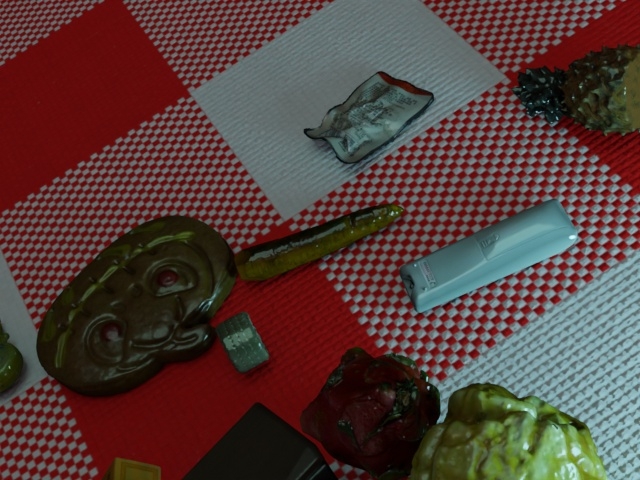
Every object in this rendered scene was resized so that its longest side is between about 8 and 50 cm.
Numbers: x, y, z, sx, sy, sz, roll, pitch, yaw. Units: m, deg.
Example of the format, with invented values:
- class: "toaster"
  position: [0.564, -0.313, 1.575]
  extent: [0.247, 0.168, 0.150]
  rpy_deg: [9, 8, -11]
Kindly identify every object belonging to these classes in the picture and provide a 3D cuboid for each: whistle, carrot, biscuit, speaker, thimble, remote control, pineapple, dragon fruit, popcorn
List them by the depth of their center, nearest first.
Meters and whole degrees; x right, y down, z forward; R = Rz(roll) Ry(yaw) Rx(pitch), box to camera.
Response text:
- class: "popcorn"
  position: [0.252, 0.339, 1.661]
  extent: [0.282, 0.282, 0.247]
  rpy_deg: [17, 58, 36]
- class: "dragon fruit"
  position: [0.097, 0.239, 1.814]
  extent: [0.200, 0.269, 0.198]
  rpy_deg: [-30, 81, 33]
- class: "speaker"
  position: [-0.096, 0.391, 1.850]
  extent: [0.231, 0.153, 0.192]
  rpy_deg: [-45, 46, -16]
- class: "remote control"
  position: [0.273, 0.019, 2.070]
  extent: [0.293, 0.051, 0.103]
  rpy_deg: [-26, 45, 5]
- class: "thimble"
  position: [-0.133, 0.170, 2.113]
  extent: [0.062, 0.084, 0.110]
  rpy_deg: [-29, 32, -2]
- class: "pineapple"
  position: [0.448, -0.262, 2.174]
  extent: [0.278, 0.158, 0.158]
  rpy_deg: [6, 53, 46]
- class: "carrot"
  position: [0.000, 0.000, 2.219]
  extent: [0.314, 0.066, 0.066]
  rpy_deg: [-20, 45, 4]
- class: "biscuit"
  position: [-0.325, 0.114, 2.265]
  extent: [0.350, 0.070, 0.394]
  rpy_deg: [22, 63, 38]
- class: "whistle"
  position: [-0.605, 0.212, 2.336]
  extent: [0.104, 0.057, 0.198]
  rpy_deg: [-32, 37, 4]

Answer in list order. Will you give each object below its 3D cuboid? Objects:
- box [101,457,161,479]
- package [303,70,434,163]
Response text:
- class: "box"
  position: [-0.314, 0.465, 1.830]
  extent: [0.174, 0.076, 0.274]
  rpy_deg: [-93, 27, -43]
- class: "package"
  position: [0.090, -0.232, 2.396]
  extent: [0.232, 0.040, 0.166]
  rpy_deg: [-40, 48, -22]
